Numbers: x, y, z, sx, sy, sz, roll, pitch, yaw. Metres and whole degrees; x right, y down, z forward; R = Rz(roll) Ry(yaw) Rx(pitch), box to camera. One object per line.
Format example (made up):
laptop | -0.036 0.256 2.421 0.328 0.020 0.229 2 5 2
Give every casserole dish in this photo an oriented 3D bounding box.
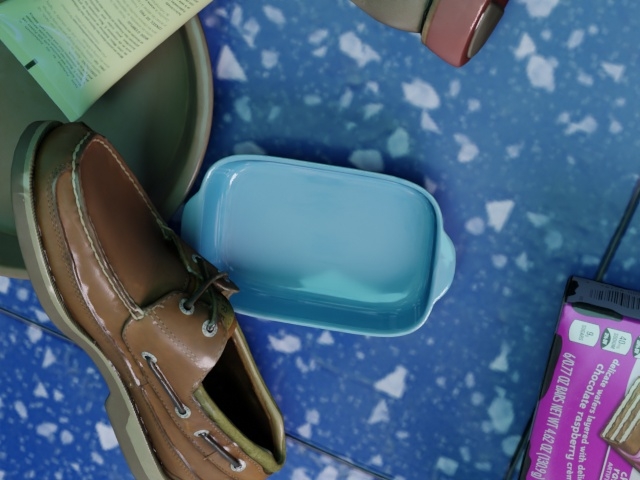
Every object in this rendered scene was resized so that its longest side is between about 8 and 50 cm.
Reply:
casserole dish | 0.000 0.000 1.056 0.188 0.037 0.114 9 106 10

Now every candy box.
candy box | 0.255 0.131 1.014 0.233 0.071 0.159 13 107 9

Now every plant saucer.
plant saucer | -0.202 -0.110 1.072 0.278 0.041 0.277 4 106 13

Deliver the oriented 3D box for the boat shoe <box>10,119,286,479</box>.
boat shoe | -0.100 0.043 1.017 0.104 0.110 0.307 -1 135 21

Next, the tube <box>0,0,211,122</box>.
tube | -0.100 -0.172 0.982 0.240 0.062 0.070 -33 69 21

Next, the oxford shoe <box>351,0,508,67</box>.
oxford shoe | 0.100 -0.281 0.913 0.130 0.123 0.348 27 108 10
